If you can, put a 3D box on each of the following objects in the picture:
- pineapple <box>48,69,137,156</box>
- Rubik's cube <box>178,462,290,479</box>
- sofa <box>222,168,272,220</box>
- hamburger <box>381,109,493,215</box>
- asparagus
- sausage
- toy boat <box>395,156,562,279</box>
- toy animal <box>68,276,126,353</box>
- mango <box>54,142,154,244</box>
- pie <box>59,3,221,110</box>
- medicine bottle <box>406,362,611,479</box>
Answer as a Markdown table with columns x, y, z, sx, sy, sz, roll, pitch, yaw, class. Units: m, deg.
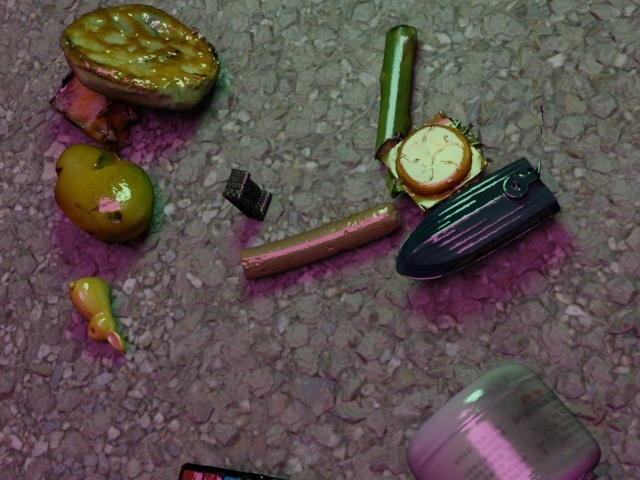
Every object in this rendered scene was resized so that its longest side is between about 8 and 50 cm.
| x | y | z | sx | sy | sz | roll | pitch | yaw | class |
| --- | --- | --- | --- | --- | --- | --- | --- | --- | --- |
| -0.465 | -0.285 | 1.748 | 0.186 | 0.114 | 0.236 | -15 | 58 | 11 | pineapple |
| -0.126 | 0.462 | 1.334 | 0.182 | 0.184 | 0.187 | 5 | 74 | 18 | Rubik's cube |
| -0.134 | -0.084 | 1.563 | 0.039 | 0.118 | 0.060 | 12 | 76 | 22 | sofa |
| 0.203 | -0.130 | 1.495 | 0.189 | 0.093 | 0.164 | -25 | 64 | 5 | hamburger |
| 0.142 | -0.277 | 1.583 | 0.067 | 0.060 | 0.277 | 3 | 73 | 6 | asparagus |
| 0.000 | 0.001 | 1.524 | 0.301 | 0.066 | 0.066 | -17 | 68 | 10 | sausage |
| 0.256 | -0.022 | 1.425 | 0.296 | 0.122 | 0.114 | -32 | 65 | 2 | toy boat |
| -0.416 | 0.148 | 1.590 | 0.070 | 0.083 | 0.159 | -33 | 75 | 11 | toy animal |
| -0.430 | -0.099 | 1.651 | 0.262 | 0.130 | 0.167 | 33 | 78 | 28 | mango |
| -0.357 | -0.369 | 1.681 | 0.315 | 0.092 | 0.315 | 10 | 45 | -10 | pie |
| 0.298 | 0.357 | 1.216 | 0.241 | 0.241 | 0.302 | -39 | 66 | 0 | medicine bottle |
